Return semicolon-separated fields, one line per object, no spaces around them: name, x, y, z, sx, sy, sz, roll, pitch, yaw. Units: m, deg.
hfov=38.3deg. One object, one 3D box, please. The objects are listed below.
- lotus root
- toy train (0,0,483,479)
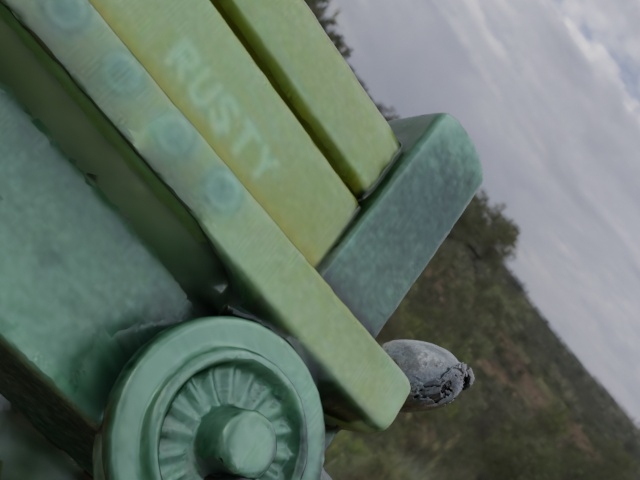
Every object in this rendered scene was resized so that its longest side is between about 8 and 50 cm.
lotus root;0.119;0.159;1.085;0.165;0.088;0.088;4;35;-33
toy train;-0.095;-0.047;0.364;0.160;0.253;0.397;-7;-51;50
